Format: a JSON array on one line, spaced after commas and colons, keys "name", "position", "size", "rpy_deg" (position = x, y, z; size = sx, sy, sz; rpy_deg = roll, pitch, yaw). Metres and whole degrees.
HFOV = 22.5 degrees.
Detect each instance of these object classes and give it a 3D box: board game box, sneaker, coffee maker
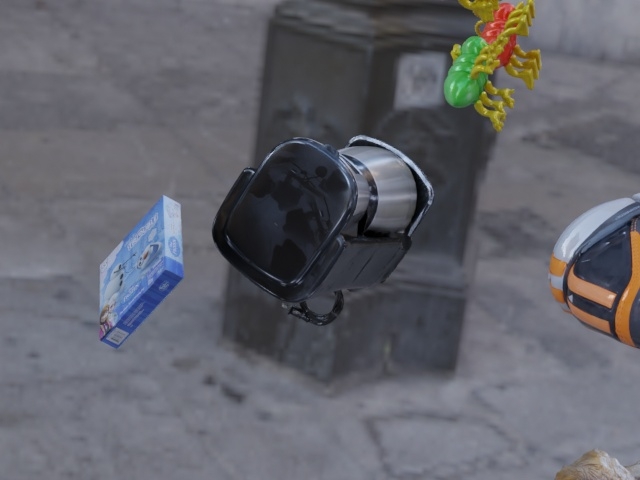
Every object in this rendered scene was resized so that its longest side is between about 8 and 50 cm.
[{"name": "board game box", "position": [-0.141, 0.024, 1.257], "size": [0.020, 0.090, 0.090], "rpy_deg": [29, 31, -27]}, {"name": "sneaker", "position": [0.343, -0.002, 1.187], "size": [0.321, 0.124, 0.180], "rpy_deg": [-32, 30, -12]}, {"name": "coffee maker", "position": [0.000, 0.000, 1.308], "size": [0.120, 0.171, 0.178], "rpy_deg": [14, 8, 23]}]

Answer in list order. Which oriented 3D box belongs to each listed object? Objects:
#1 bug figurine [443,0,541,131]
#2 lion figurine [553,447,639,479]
[{"name": "bug figurine", "position": [0.152, -0.243, 1.524], "size": [0.072, 0.279, 0.216], "rpy_deg": [5, 42, 19]}, {"name": "lion figurine", "position": [0.281, 0.358, 1.360], "size": [0.142, 0.392, 0.240], "rpy_deg": [-10, -19, -4]}]
